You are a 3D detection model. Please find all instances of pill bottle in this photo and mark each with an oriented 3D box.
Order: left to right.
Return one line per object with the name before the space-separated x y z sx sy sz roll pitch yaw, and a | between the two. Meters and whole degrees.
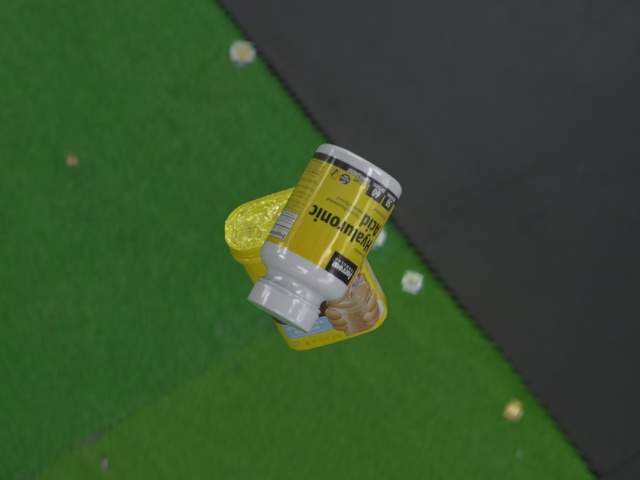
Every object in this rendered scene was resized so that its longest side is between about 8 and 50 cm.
pill bottle | 0.000 0.000 1.267 0.065 0.065 0.116 28 84 8

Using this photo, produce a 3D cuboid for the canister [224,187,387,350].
canister | -0.011 0.030 2.003 0.126 0.170 0.073 -17 43 11
